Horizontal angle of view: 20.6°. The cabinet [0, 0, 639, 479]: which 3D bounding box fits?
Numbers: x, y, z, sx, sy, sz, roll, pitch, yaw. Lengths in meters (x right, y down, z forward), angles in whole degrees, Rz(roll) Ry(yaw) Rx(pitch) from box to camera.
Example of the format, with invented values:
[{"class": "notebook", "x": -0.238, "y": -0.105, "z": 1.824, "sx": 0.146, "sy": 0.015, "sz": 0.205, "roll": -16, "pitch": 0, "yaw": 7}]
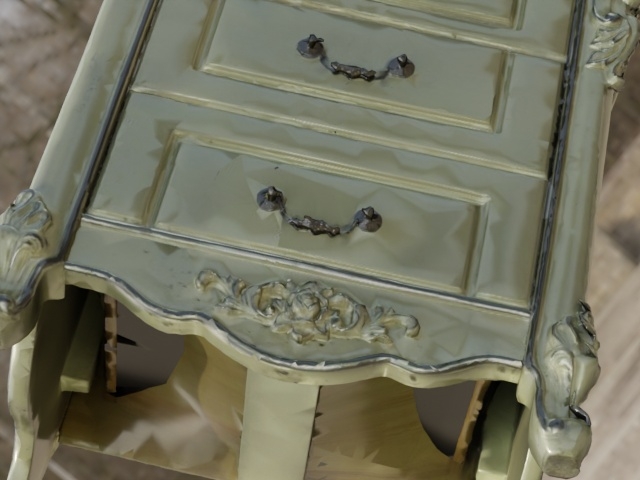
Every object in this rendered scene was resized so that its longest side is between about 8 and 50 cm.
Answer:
[{"class": "cabinet", "x": 0.000, "y": 0.000, "z": 0.923, "sx": 0.227, "sy": 0.290, "sz": 0.318, "roll": 100, "pitch": -176, "yaw": -53}]
